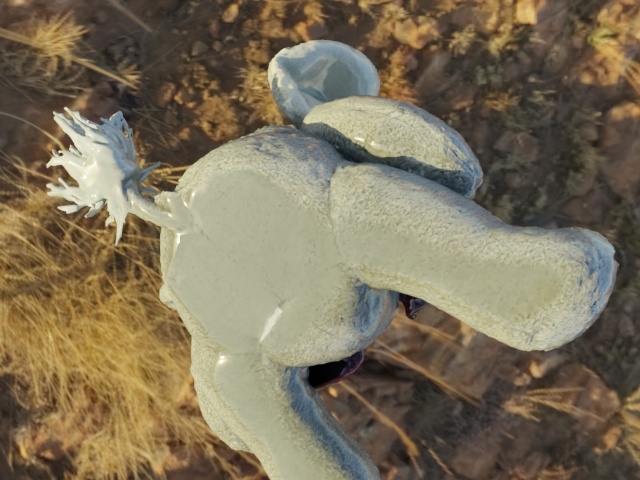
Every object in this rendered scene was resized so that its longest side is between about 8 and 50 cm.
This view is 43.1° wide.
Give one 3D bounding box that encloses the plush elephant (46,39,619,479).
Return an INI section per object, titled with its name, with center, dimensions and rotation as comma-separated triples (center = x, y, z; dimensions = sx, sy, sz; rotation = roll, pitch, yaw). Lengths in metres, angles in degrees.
[plush elephant]
center = 0.000, 0.000, 0.587
dimensions = 0.330, 0.255, 0.272
rotation = 35, 113, 7
